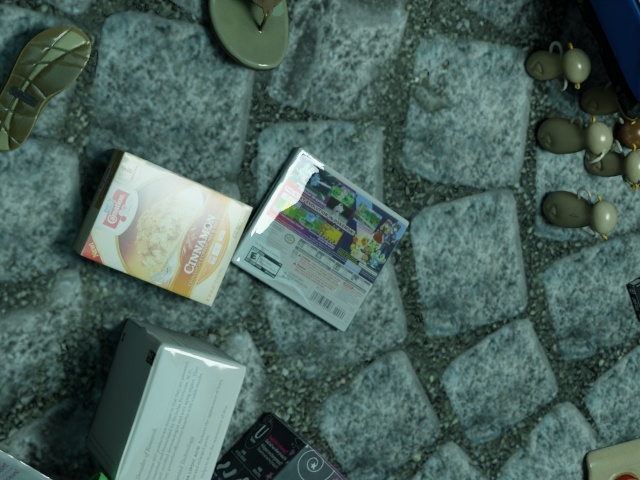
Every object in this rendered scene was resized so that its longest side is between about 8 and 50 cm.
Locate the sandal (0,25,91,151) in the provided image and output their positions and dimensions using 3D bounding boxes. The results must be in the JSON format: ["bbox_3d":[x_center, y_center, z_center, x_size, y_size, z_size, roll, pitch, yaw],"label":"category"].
[{"bbox_3d":[-0.353,-0.190,1.448,0.072,0.049,0.180,34,98,-17],"label":"sandal"}]

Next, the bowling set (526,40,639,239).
[{"bbox_3d":[0.426,-0.162,1.710,0.200,0.154,0.287,-16,103,-19],"label":"bowling set"}]

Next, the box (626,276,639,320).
[{"bbox_3d":[0.530,0.082,1.858,0.083,0.018,0.067,-26,106,-18],"label":"box"}]

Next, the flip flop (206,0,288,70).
[{"bbox_3d":[-0.080,-0.359,1.515,0.112,0.080,0.277,3,96,-23],"label":"flip flop"}]

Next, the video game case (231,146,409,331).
[{"bbox_3d":[0.000,0.000,1.628,0.201,0.023,0.183,34,84,-22],"label":"video game case"}]

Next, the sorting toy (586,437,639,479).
[{"bbox_3d":[0.570,0.424,1.908,0.307,0.041,0.229,-10,101,-21],"label":"sorting toy"}]

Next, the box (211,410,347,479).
[{"bbox_3d":[-0.012,0.376,1.595,0.142,0.163,0.247,-47,111,-9],"label":"box"}]

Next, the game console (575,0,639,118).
[{"bbox_3d":[0.452,-0.326,1.614,0.250,0.173,0.293,2,56,-24],"label":"game console"}]

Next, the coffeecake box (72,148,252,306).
[{"bbox_3d":[-0.204,-0.017,1.516,0.185,0.068,0.142,23,89,-23],"label":"coffeecake box"}]

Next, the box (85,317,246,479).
[{"bbox_3d":[-0.199,0.210,1.486,0.119,0.181,0.182,19,89,-23],"label":"box"}]

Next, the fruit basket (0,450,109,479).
[{"bbox_3d":[-0.393,0.352,1.378,0.353,0.327,0.165,32,41,-24],"label":"fruit basket"}]
